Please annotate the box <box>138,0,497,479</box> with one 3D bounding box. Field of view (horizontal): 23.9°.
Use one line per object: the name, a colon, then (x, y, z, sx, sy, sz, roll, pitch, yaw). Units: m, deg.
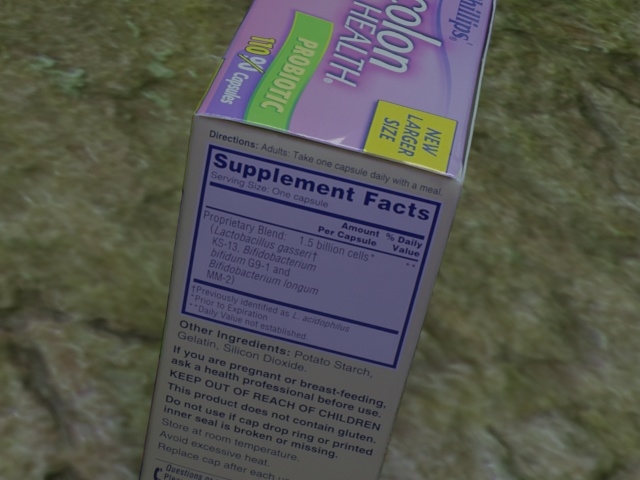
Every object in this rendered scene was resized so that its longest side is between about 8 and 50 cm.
box: (0.000, 0.000, 0.771, 0.117, 0.243, 0.213, 15, 35, 2)
